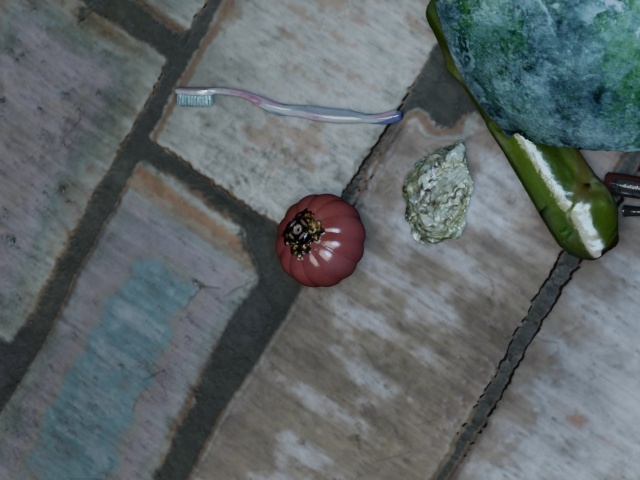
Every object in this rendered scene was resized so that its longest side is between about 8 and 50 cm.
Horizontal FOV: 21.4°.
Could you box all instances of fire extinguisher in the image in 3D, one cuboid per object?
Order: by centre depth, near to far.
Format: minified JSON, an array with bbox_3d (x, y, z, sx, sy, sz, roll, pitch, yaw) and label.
[{"bbox_3d":[0.355,-0.044,1.825,0.100,0.032,0.046,11,92,19],"label":"fire extinguisher"}]

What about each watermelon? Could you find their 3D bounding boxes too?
[{"bbox_3d":[0.327,-0.239,1.702,0.387,0.258,0.228,-10,123,32],"label":"watermelon"}]

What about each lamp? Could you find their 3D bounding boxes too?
[{"bbox_3d":[0.000,0.000,1.896,0.107,0.092,0.108,-12,67,30],"label":"lamp"}]

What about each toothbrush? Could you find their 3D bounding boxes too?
[{"bbox_3d":[-0.038,-0.152,1.917,0.269,0.021,0.027,7,114,14],"label":"toothbrush"}]

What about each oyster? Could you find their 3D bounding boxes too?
[{"bbox_3d":[0.133,-0.048,1.880,0.098,0.037,0.100,-22,94,18],"label":"oyster"}]

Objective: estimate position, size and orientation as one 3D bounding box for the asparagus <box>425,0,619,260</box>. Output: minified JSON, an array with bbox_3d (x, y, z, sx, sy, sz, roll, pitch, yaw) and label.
[{"bbox_3d":[0.214,-0.130,1.824,0.082,0.085,0.343,-36,84,29],"label":"asparagus"}]
